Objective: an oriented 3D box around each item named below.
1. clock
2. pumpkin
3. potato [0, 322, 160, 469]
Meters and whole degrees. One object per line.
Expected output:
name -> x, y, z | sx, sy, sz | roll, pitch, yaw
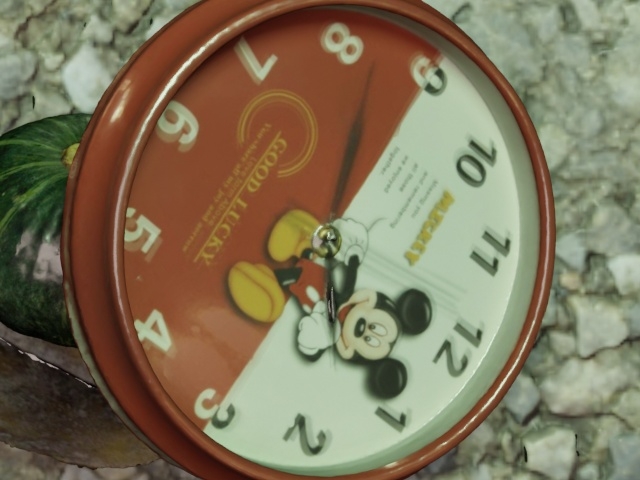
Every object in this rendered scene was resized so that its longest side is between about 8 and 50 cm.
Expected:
clock -> 0.000, 0.000, 0.881 | 0.318, 0.080, 0.318 | -2, 94, -27
pumpkin -> -0.149, -0.006, 0.927 | 0.167, 0.167, 0.125 | 28, 118, 6
potato -> -0.214, 0.061, 1.000 | 0.261, 0.100, 0.120 | 29, 139, -8
